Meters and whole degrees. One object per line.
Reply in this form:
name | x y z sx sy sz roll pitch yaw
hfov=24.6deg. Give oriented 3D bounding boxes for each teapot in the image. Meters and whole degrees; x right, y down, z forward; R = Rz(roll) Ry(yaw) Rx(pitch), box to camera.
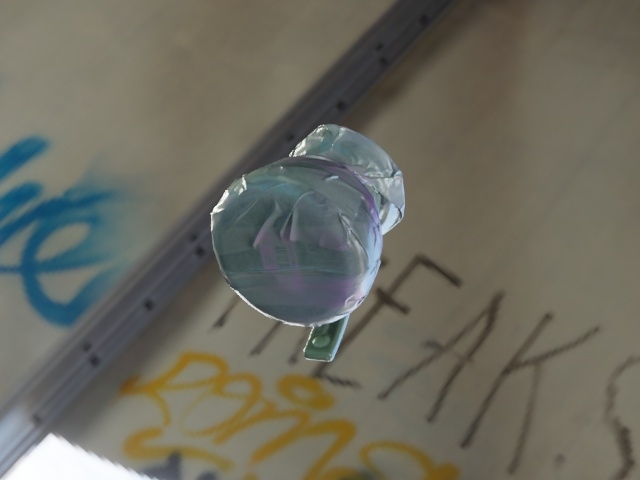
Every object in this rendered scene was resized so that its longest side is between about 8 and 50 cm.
teapot | 0.000 0.000 0.555 0.064 0.064 0.083 4 -59 25
